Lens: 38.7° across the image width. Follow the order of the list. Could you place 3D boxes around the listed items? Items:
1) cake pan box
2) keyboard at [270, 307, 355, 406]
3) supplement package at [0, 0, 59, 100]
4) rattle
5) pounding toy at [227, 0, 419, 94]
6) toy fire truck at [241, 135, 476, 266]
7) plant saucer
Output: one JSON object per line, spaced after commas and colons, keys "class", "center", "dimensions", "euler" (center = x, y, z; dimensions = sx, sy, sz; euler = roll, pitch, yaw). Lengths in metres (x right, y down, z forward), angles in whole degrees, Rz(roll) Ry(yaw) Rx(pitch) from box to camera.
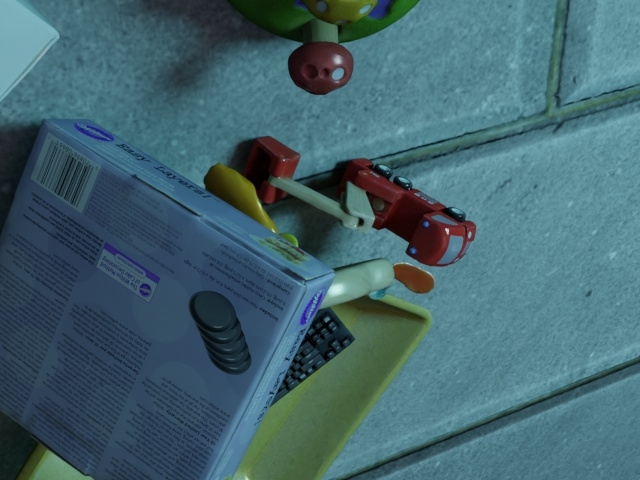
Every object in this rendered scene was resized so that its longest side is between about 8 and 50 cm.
{"class": "cake pan box", "center": [-0.155, 0.065, 0.725], "dimensions": [0.245, 0.267, 0.070], "euler": [-65, 163, 15]}
{"class": "keyboard", "center": [-0.057, 0.124, 0.866], "dimensions": [0.180, 0.023, 0.108], "euler": [-38, 131, -2]}
{"class": "supplement package", "center": [-0.324, -0.161, 0.478], "dimensions": [0.175, 0.177, 0.293], "euler": [-46, 149, 5]}
{"class": "rattle", "center": [0.000, 0.000, 0.798], "dimensions": [0.200, 0.142, 0.130], "euler": [-16, 165, -29]}
{"class": "pounding toy", "center": [0.032, -0.188, 0.677], "dimensions": [0.237, 0.110, 0.183], "euler": [-12, 154, 18]}
{"class": "toy fire truck", "center": [0.037, -0.034, 0.840], "dimensions": [0.135, 0.192, 0.047], "euler": [-15, 134, -56]}
{"class": "plant saucer", "center": [-0.099, 0.142, 0.922], "dimensions": [0.333, 0.081, 0.332], "euler": [22, 109, -38]}
